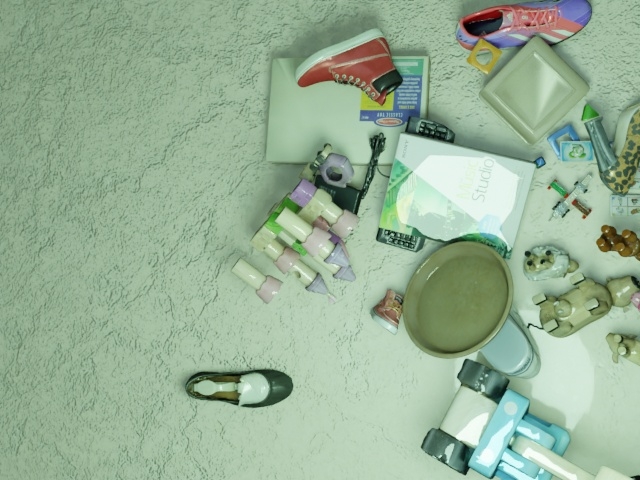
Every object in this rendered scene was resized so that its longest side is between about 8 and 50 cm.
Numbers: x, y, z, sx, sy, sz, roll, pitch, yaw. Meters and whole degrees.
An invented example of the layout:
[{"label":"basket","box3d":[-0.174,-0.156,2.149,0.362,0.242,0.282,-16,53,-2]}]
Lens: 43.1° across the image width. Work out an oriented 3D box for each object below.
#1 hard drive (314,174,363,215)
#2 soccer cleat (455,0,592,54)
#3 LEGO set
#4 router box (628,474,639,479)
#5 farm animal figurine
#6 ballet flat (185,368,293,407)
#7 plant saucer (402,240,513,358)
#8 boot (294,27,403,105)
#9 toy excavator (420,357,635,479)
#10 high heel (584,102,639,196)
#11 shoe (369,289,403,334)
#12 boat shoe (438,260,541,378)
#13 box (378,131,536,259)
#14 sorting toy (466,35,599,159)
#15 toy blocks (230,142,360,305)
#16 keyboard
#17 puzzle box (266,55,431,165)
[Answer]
[{"label":"hard drive","box3d":[0.037,-0.098,2.007,0.135,0.022,0.094,24,108,33]},{"label":"soccer cleat","box3d":[0.477,-0.514,1.907,0.318,0.116,0.109,-8,82,15]},{"label":"LEGO set","box3d":[0.618,-0.140,1.880,0.244,0.060,0.183,-1,84,4]},{"label":"router box","box3d":[0.571,0.585,1.678,0.242,0.309,0.081,-17,84,13]},{"label":"farm animal figurine","box3d":[0.624,0.149,1.780,0.326,0.172,0.330,-16,66,32]},{"label":"ballet flat","box3d":[-0.211,0.374,2.024,0.280,0.096,0.095,-5,83,15]},{"label":"plant saucer","box3d":[0.310,0.135,1.813,0.277,0.041,0.278,-21,54,32]},{"label":"boot","box3d":[0.069,-0.388,1.972,0.244,0.088,0.176,-23,81,8]},{"label":"toy excavator","box3d":[0.448,0.439,1.658,0.445,0.433,0.222,26,80,18]},{"label":"high heel","box3d":[0.733,-0.217,1.824,0.261,0.093,0.186,-20,92,-9]},{"label":"shoe","box3d":[0.165,0.164,1.904,0.063,0.178,0.081,37,92,-7]},{"label":"boat shoe","box3d":[0.395,0.171,1.862,0.136,0.156,0.367,-44,47,12]},{"label":"box","box3d":[0.316,-0.107,1.895,0.321,0.058,0.232,14,103,9]},{"label":"sorting toy","box3d":[0.499,-0.351,1.906,0.347,0.047,0.196,45,101,1]},{"label":"toy blocks","box3d":[0.000,0.000,1.928,0.260,0.309,0.288,37,133,-8]},{"label":"keyboard","box3d":[0.191,-0.144,1.955,0.201,0.033,0.317,17,103,13]},{"label":"puzzle box","box3d":[0.069,-0.323,2.036,0.408,0.052,0.272,3,85,15]}]
